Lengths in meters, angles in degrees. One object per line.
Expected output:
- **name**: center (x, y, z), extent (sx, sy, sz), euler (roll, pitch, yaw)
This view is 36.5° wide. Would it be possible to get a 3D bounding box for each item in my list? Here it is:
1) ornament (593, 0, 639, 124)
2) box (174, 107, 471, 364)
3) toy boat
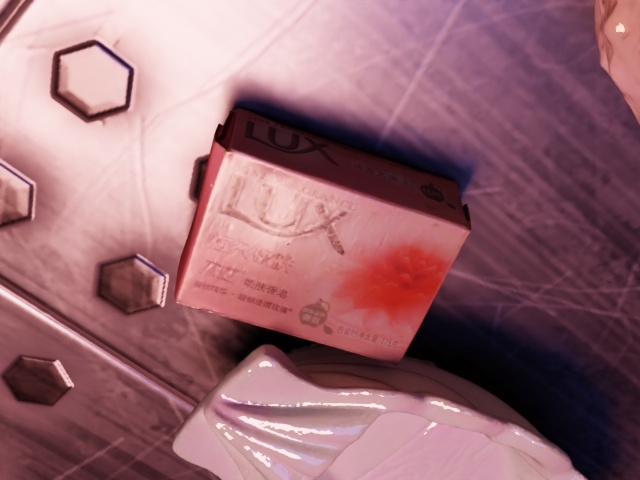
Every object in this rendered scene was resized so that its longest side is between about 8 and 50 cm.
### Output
- **ornament**: center (0.235, -0.123, 0.384), extent (0.259, 0.225, 0.259), euler (-10, 150, -6)
- **box**: center (0.000, 0.000, 0.565), extent (0.156, 0.060, 0.111), euler (16, 120, -12)
- **toy boat**: center (0.051, 0.151, 0.640), extent (0.290, 0.100, 0.199), euler (33, 116, -21)
